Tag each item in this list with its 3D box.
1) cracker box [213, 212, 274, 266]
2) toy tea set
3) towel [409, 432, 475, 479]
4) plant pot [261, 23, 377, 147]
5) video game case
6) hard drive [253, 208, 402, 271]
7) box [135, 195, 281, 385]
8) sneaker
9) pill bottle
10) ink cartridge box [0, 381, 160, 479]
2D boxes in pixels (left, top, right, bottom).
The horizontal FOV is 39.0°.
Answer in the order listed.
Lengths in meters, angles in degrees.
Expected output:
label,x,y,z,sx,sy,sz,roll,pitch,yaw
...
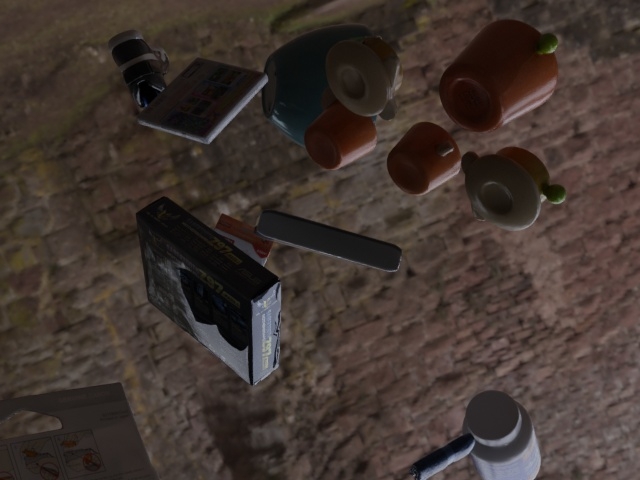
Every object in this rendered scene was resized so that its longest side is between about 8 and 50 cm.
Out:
label,x,y,z,sx,sy,sz,roll,pitch,yaw
cracker box,-0.228,0.053,2.372,0.067,0.155,0.232,-70,-175,-48
toy tea set,0.121,-0.145,0.973,0.336,0.200,0.124,19,-135,39
towel,0.212,0.376,1.560,0.119,0.029,0.067,-25,154,-15
plant pot,-0.015,-0.317,1.906,0.195,0.290,0.290,1,180,-18
video game case,-0.180,-0.216,1.379,0.143,0.019,0.157,19,-125,30
hard drive,0.000,0.000,1.589,0.233,0.047,0.353,16,179,-5
box,-0.155,0.069,1.252,0.232,0.183,0.059,33,-128,28
sneaker,-0.300,-0.277,1.567,0.079,0.121,0.217,-23,176,6
pill bottle,0.392,0.431,1.965,0.152,0.152,0.272,-21,143,5
ink cartridge box,-0.298,0.285,0.964,0.275,0.239,0.060,-1,143,-45
